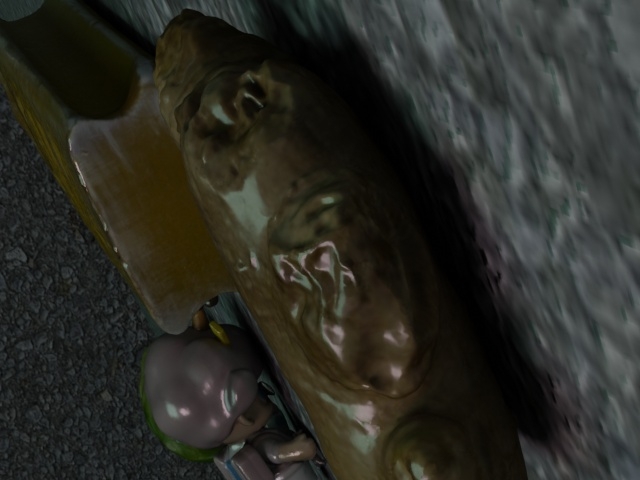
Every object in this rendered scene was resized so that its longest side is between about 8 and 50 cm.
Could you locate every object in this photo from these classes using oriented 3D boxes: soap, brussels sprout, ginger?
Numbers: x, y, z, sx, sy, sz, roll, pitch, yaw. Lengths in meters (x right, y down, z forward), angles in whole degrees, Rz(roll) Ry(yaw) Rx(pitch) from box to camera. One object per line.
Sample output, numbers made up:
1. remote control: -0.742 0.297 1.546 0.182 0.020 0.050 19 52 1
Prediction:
1. soap: -0.147 -0.066 0.808 0.274 0.089 0.173 40 156 56
2. brussels sprout: -0.136 0.169 1.232 0.155 0.117 0.155 47 166 16
3. ginger: 0.001 0.000 0.399 0.137 0.074 0.213 139 108 -78

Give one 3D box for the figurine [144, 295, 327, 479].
1. figurine: -0.082 0.149 1.001 0.229 0.112 0.137 53 164 -11
